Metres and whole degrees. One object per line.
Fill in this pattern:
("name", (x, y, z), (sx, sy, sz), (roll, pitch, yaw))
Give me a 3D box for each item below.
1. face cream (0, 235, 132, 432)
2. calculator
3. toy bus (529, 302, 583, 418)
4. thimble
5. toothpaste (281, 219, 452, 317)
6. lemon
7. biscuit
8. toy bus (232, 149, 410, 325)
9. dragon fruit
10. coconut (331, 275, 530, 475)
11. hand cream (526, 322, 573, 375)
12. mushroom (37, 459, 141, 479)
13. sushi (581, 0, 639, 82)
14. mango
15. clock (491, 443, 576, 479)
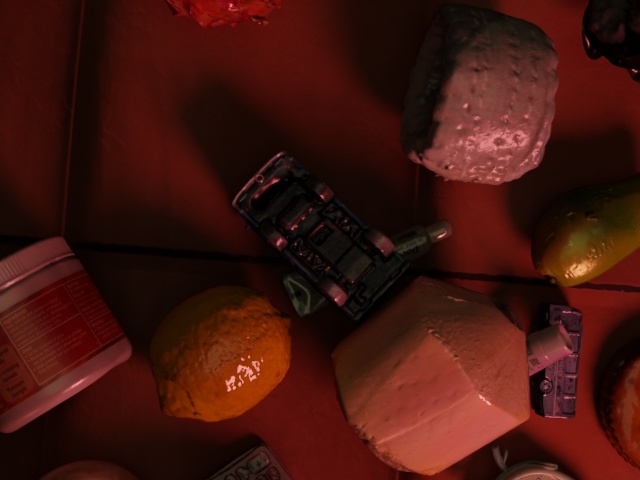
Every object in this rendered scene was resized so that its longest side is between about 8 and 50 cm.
("face cream", (-0.374, 0.122, 1.230), (0.201, 0.201, 0.187), (-32, 91, -5))
("calculator", (-0.123, 0.382, 1.331), (0.190, 0.034, 0.126), (-33, 90, -11))
("toy bus", (0.343, 0.174, 1.373), (0.065, 0.047, 0.166), (5, 88, -7))
("thimble", (0.216, -0.193, 1.294), (0.172, 0.205, 0.250), (13, 70, -11))
("toothpaste", (0.070, 0.030, 1.357), (0.255, 0.037, 0.067), (-25, 86, -2))
("lemon", (-0.133, 0.149, 1.264), (0.193, 0.180, 0.180), (-28, 91, 16))
("biscuit", (0.517, 0.242, 1.376), (0.220, 0.066, 0.220), (0, 87, -5))
("toy bus", (0.000, 0.000, 1.287), (0.234, 0.133, 0.116), (43, 85, 10))
("dragon fruit", (-0.155, -0.391, 1.272), (0.268, 0.210, 0.205), (2, 116, -9))
("coconut", (0.159, 0.167, 1.246), (0.244, 0.239, 0.239), (-36, 92, 16))
("hand cream", (0.270, 0.172, 1.343), (0.174, 0.047, 0.076), (-31, 90, 25))
("mushroom", (-0.308, 0.398, 1.227), (0.206, 0.209, 0.206), (0, 94, 1))
("sushi", (0.570, -0.348, 1.288), (0.285, 0.328, 0.329), (16, 80, -42))
("mango", (0.399, -0.025, 1.353), (0.233, 0.111, 0.125), (-38, 96, -7))
("clock", (0.300, 0.386, 1.352), (0.211, 0.066, 0.159), (43, 85, -2))
